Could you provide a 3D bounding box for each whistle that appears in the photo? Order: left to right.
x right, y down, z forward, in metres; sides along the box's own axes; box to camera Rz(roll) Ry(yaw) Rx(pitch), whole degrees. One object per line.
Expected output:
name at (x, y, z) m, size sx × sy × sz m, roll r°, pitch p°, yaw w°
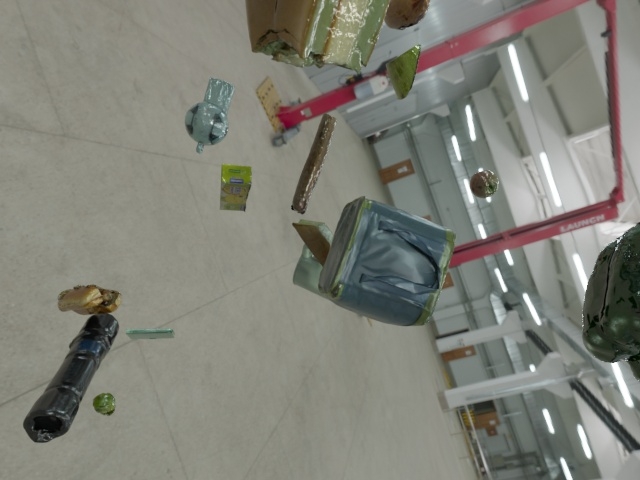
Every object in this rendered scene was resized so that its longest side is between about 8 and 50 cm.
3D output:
whistle at (-0.393, -0.447, 1.434) m, size 0.163 × 0.164 × 0.289 m, roll 13°, pitch 93°, yaw -74°

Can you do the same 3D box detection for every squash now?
squash at (0.291, -0.631, 1.524) m, size 0.192 × 0.085 × 0.184 m, roll -146°, pitch -117°, yaw -76°

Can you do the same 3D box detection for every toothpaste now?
toothpaste at (-0.341, -0.200, 1.602) m, size 0.327 × 0.110 × 0.077 m, roll 135°, pitch -43°, yaw -69°

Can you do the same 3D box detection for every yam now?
yam at (-0.016, -0.192, 1.014) m, size 0.046 × 0.046 × 0.263 m, roll 37°, pitch 69°, yaw -66°

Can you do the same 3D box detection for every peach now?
peach at (0.467, -0.162, 1.161) m, size 0.083 × 0.083 × 0.083 m, roll -19°, pitch 90°, yaw -76°

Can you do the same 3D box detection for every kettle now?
kettle at (0.051, 0.161, 1.816) m, size 0.205 × 0.318 × 0.265 m, roll -63°, pitch 163°, yaw -13°

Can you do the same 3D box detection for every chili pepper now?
chili pepper at (0.596, 0.111, 0.707) m, size 0.256 × 0.233 × 0.248 m, roll -50°, pitch 144°, yaw -20°

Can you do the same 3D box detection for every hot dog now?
hot dog at (-0.647, 0.164, 1.119) m, size 0.109 × 0.270 × 0.072 m, roll 32°, pitch 59°, yaw -46°

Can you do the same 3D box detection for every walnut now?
walnut at (0.268, -0.721, 1.255) m, size 0.115 × 0.116 × 0.207 m, roll 67°, pitch -15°, yaw -15°

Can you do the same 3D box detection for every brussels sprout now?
brussels sprout at (-0.516, 0.391, 0.965) m, size 0.046 × 0.083 × 0.051 m, roll -31°, pitch 74°, yaw -38°

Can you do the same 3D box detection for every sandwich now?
sandwich at (-0.029, -0.364, 0.592) m, size 0.155 × 0.198 × 0.227 m, roll -8°, pitch 39°, yaw -46°
sandwich at (0.000, 0.000, 1.585) m, size 0.258 × 0.096 × 0.094 m, roll 53°, pitch 27°, yaw 11°

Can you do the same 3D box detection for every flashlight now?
flashlight at (-0.601, 0.319, 1.010) m, size 0.103 × 0.103 × 0.424 m, roll 65°, pitch -4°, yaw -23°

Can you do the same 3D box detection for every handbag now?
handbag at (0.146, 0.052, 0.939) m, size 0.222 × 0.241 × 0.263 m, roll 174°, pitch -62°, yaw -80°

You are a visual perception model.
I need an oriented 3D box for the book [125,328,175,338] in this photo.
book at (-0.537, 0.297, 1.286) m, size 0.103 × 0.135 × 0.017 m, roll 121°, pitch -32°, yaw -62°
